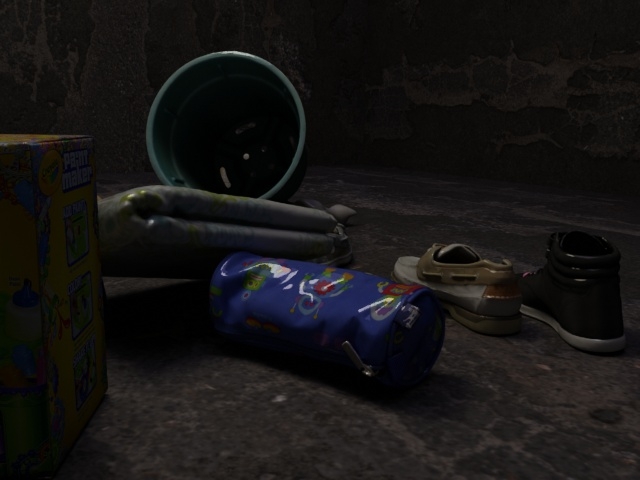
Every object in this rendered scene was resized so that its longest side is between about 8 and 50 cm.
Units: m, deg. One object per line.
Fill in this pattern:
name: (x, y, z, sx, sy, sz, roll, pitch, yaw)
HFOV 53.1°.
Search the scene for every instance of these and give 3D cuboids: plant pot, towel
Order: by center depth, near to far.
towel: (-0.205, -0.005, 0.975, 0.374, 0.090, 0.320, 5, -14, -44)
plant pot: (-0.176, -0.214, 1.489, 0.341, 0.341, 0.334, 2, -4, 8)

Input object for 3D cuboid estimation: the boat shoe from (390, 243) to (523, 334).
boat shoe: (0.213, 0.055, 1.023, 0.113, 0.103, 0.302, -4, 12, -25)

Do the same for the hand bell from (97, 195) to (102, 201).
hand bell: (-0.547, -0.008, 1.377, 0.126, 0.126, 0.242, 1, 24, -1)

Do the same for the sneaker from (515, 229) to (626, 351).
sneaker: (0.360, 0.049, 0.955, 0.104, 0.147, 0.296, -2, 10, -5)

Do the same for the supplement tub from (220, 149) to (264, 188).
supplement tub: (-0.223, -0.156, 1.819, 0.144, 0.200, 0.144, 0, 12, 0)

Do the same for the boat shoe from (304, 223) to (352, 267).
boat shoe: (-0.003, 0.000, 1.288, 0.118, 0.103, 0.320, 3, 11, 12)

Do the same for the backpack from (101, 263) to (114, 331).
backpack: (-0.350, 0.084, 0.849, 0.114, 0.105, 0.084, -9, -7, -41)

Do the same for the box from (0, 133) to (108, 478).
box: (-0.365, 0.045, 0.576, 0.289, 0.279, 0.177, 1, 11, -3)

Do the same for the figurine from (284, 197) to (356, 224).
figurine: (-0.034, -0.079, 1.760, 0.214, 0.092, 0.209, 11, 11, 38)

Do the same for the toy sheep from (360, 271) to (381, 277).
toy sheep: (0.059, 0.086, 0.906, 0.091, 0.091, 0.132, -10, 34, -44)

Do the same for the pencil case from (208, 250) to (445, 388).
pencil case: (-0.003, 0.093, 0.780, 0.306, 0.119, 0.133, 9, 35, 34)
